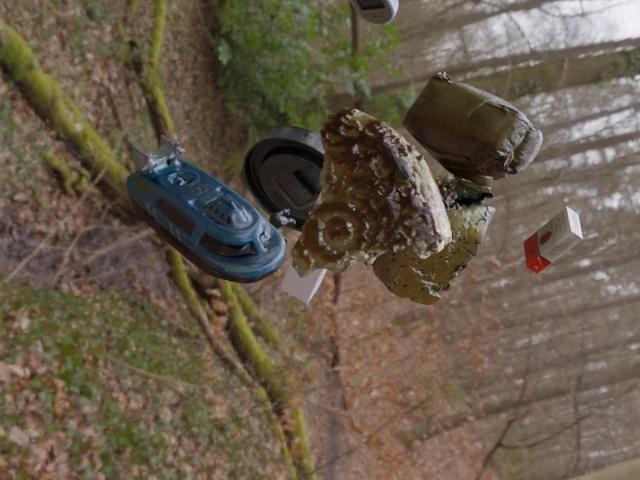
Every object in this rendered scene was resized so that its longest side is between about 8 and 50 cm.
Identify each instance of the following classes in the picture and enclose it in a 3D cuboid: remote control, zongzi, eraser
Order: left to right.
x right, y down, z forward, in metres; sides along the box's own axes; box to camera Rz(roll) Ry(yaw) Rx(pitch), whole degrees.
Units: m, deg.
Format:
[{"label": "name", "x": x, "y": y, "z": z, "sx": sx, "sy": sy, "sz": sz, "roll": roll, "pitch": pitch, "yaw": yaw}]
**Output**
[{"label": "eraser", "x": 0.001, "y": 0.000, "z": 1.698, "sx": 0.076, "sy": 0.078, "sz": 0.298, "roll": -53, "pitch": 170, "yaw": -53}, {"label": "remote control", "x": 0.068, "y": -0.494, "z": 1.413, "sx": 0.244, "sy": 0.087, "sz": 0.047, "roll": 48, "pitch": 54, "yaw": -45}, {"label": "zongzi", "x": 0.320, "y": -0.148, "z": 1.399, "sx": 0.300, "sy": 0.145, "sz": 0.274, "roll": 42, "pitch": 0, "yaw": -38}]

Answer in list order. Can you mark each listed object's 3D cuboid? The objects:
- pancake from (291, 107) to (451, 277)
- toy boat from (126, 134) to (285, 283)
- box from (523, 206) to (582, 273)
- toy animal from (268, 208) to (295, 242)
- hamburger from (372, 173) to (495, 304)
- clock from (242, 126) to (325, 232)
[{"label": "pancake", "x": 0.046, "y": -0.045, "z": 1.045, "sx": 0.266, "sy": 0.244, "sz": 0.057, "roll": 44, "pitch": -13, "yaw": 28}, {"label": "toy boat", "x": -0.176, "y": -0.054, "z": 1.182, "sx": 0.298, "sy": 0.134, "sz": 0.092, "roll": 35, "pitch": -41, "yaw": 28}, {"label": "box", "x": 0.572, "y": 0.000, "z": 1.910, "sx": 0.048, "sy": 0.152, "sz": 0.100, "roll": 35, "pitch": 36, "yaw": -16}, {"label": "toy animal", "x": -0.109, "y": -0.009, "z": 1.800, "sx": 0.065, "sy": 0.136, "sz": 0.047, "roll": -13, "pitch": 46, "yaw": -47}, {"label": "hamburger", "x": 0.218, "y": -0.008, "z": 1.591, "sx": 0.168, "sy": 0.192, "sz": 0.288, "roll": -95, "pitch": -152, "yaw": -47}, {"label": "clock", "x": -0.047, "y": -0.150, "z": 1.985, "sx": 0.066, "sy": 0.318, "sz": 0.319, "roll": -60, "pitch": 141, "yaw": -39}]
